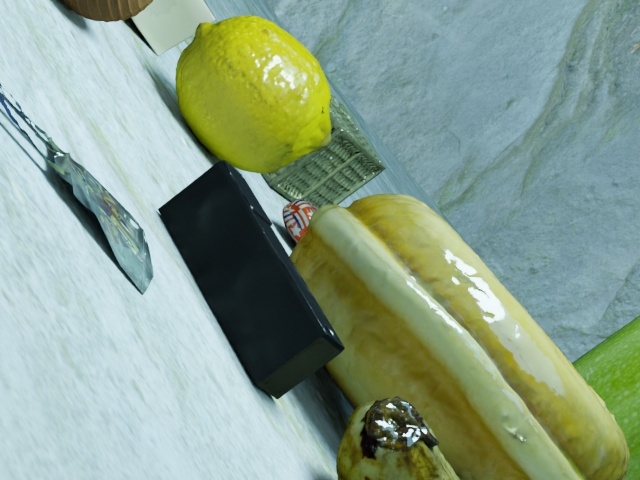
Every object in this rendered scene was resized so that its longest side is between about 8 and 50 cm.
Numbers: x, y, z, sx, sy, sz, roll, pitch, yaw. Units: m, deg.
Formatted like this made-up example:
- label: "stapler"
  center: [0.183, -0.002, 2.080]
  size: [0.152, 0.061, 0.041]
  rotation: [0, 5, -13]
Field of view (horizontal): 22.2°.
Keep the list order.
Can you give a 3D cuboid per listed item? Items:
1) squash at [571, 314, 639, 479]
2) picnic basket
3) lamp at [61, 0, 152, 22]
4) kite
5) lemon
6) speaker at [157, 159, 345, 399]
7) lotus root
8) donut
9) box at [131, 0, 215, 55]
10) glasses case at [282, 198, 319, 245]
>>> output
- label: "squash"
  center: [0.389, 0.254, 2.026]
  size: [0.263, 0.384, 0.263]
  rotation: [50, 9, -11]
- label: "picnic basket"
  center: [-0.024, -0.145, 2.293]
  size: [0.154, 0.134, 0.196]
  rotation: [55, 9, 22]
- label: "lamp"
  center: [-0.232, -0.304, 1.769]
  size: [0.136, 0.136, 0.136]
  rotation: [52, 8, -10]
- label: "kite"
  center: [-0.206, -0.062, 1.301]
  size: [0.245, 0.015, 0.141]
  rotation: [51, 6, -22]
- label: "lemon"
  center: [-0.081, -0.175, 1.954]
  size: [0.193, 0.180, 0.180]
  rotation: [48, 9, -36]
- label: "speaker"
  center: [-0.063, 0.032, 1.465]
  size: [0.218, 0.082, 0.044]
  rotation: [57, 9, 33]
- label: "lotus root"
  center: [0.081, 0.228, 1.419]
  size: [0.258, 0.097, 0.110]
  rotation: [56, 7, -44]
- label: "donut"
  center: [0.137, 0.135, 1.662]
  size: [0.449, 0.198, 0.449]
  rotation: [49, 0, 0]
- label: "box"
  center: [-0.240, -0.370, 2.097]
  size: [0.212, 0.095, 0.168]
  rotation: [60, 5, 39]
- label: "glasses case"
  center: [0.000, 0.000, 2.089]
  size: [0.073, 0.049, 0.194]
  rotation: [57, 9, 20]
